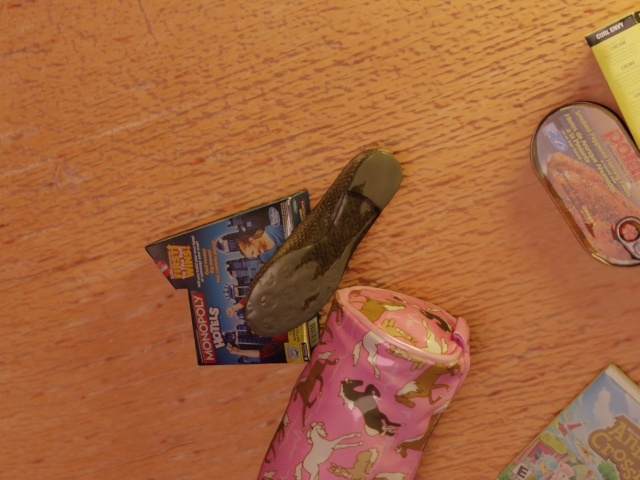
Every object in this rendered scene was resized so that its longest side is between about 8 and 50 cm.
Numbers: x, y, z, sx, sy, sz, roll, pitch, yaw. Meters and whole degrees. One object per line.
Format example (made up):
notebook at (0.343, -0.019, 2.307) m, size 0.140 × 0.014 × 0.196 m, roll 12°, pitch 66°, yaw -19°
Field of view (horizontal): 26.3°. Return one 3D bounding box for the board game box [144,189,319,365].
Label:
board game box at (-0.102, 0.045, 1.604) m, size 0.194 × 0.060 × 0.194 m, roll -3°, pitch 100°, yaw 21°

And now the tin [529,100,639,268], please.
tin at (0.300, -0.061, 1.450) m, size 0.106 × 0.040 × 0.189 m, roll -32°, pitch 89°, yaw 27°

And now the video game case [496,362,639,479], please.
video game case at (0.334, 0.273, 1.513) m, size 0.212 × 0.023 × 0.193 m, roll 43°, pitch 111°, yaw 7°

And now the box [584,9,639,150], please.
box at (0.350, -0.120, 1.394) m, size 0.058 × 0.087 × 0.232 m, roll -26°, pitch 92°, yaw 25°

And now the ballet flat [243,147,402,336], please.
ballet flat at (0.000, 0.000, 1.522) m, size 0.084 × 0.058 × 0.250 m, roll 36°, pitch 89°, yaw -22°

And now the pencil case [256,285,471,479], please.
pencil case at (0.034, 0.240, 1.544) m, size 0.160 × 0.167 × 0.386 m, roll 45°, pitch 120°, yaw 54°
